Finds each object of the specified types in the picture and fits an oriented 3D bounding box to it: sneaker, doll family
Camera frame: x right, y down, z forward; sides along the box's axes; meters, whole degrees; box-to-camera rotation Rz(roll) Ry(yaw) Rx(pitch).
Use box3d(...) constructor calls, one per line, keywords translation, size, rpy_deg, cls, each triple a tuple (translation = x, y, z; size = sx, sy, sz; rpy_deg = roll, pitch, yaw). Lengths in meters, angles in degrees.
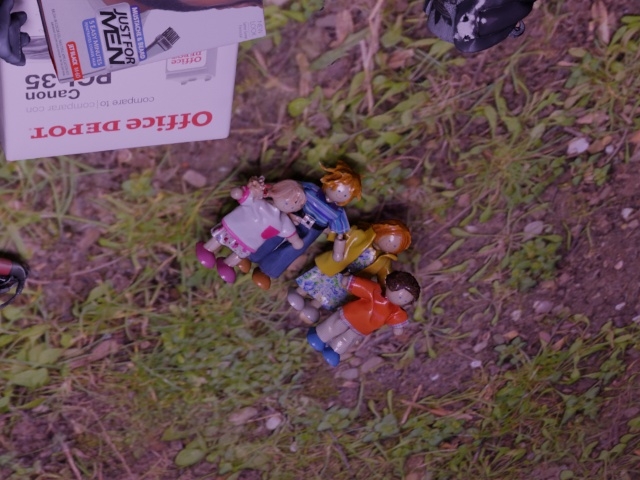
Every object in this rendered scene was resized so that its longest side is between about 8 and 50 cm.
box3d(translation=(0.121, -0.258, 1.160), size=(0.269, 0.101, 0.153), rpy_deg=(9, 124, -35), cls="sneaker")
box3d(translation=(0.000, 0.000, 1.368), size=(0.163, 0.118, 0.263), rpy_deg=(-40, 117, 23), cls="doll family")

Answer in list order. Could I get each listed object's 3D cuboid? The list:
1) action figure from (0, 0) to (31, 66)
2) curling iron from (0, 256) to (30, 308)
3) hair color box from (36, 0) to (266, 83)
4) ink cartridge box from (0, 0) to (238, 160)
box3d(translation=(-0.398, -0.170, 0.877), size=(0.370, 0.275, 0.248), rpy_deg=(9, 124, -5), cls="action figure")
box3d(translation=(-0.410, 0.019, 1.231), size=(0.274, 0.035, 0.068), rpy_deg=(16, 123, -35), cls="curling iron")
box3d(translation=(-0.131, -0.188, 0.977), size=(0.167, 0.053, 0.093), rpy_deg=(-16, 134, -12), cls="hair color box")
box3d(translation=(-0.172, -0.216, 1.056), size=(0.207, 0.117, 0.283), rpy_deg=(-8, 133, -19), cls="ink cartridge box")
